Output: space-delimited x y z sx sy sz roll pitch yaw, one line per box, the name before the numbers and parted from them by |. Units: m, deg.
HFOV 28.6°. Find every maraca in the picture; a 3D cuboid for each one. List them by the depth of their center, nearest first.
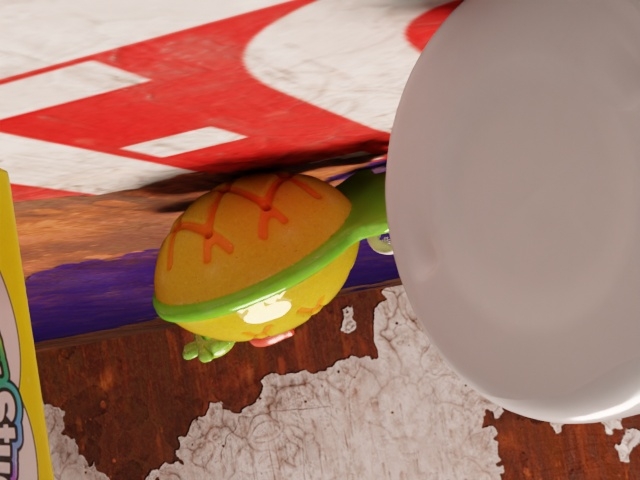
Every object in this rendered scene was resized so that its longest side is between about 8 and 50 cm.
maraca | -0.021 0.001 0.789 0.185 0.099 0.127 -25 -156 -1

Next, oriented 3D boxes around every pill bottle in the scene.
pill bottle | 0.180 -0.022 0.510 0.283 0.161 0.160 -3 171 -38

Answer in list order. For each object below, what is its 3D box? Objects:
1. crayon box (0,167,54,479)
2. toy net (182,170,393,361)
crayon box | -0.243 0.149 0.502 0.106 0.363 0.313 -13 174 30
toy net | 0.000 0.000 0.859 0.232 0.045 0.122 -22 -144 16
